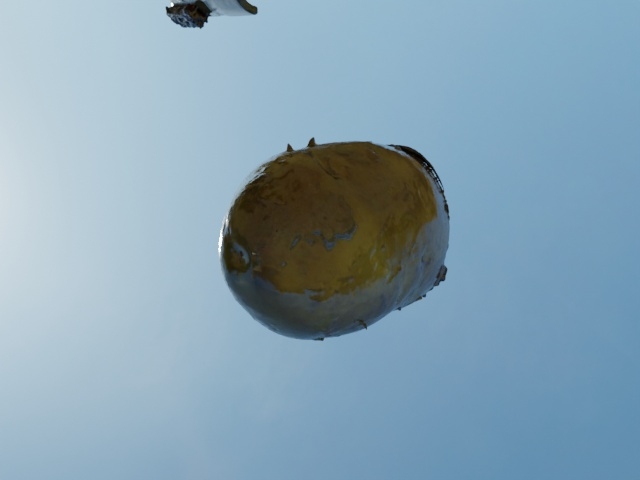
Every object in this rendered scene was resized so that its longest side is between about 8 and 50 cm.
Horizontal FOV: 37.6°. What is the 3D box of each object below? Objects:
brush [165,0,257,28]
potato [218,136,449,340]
[{"bbox_3d":[-0.141,-0.285,1.163,0.043,0.036,0.248,32,176,-29],"label":"brush"},{"bbox_3d":[0.000,0.000,1.004,0.229,0.229,0.266,20,-161,19],"label":"potato"}]
